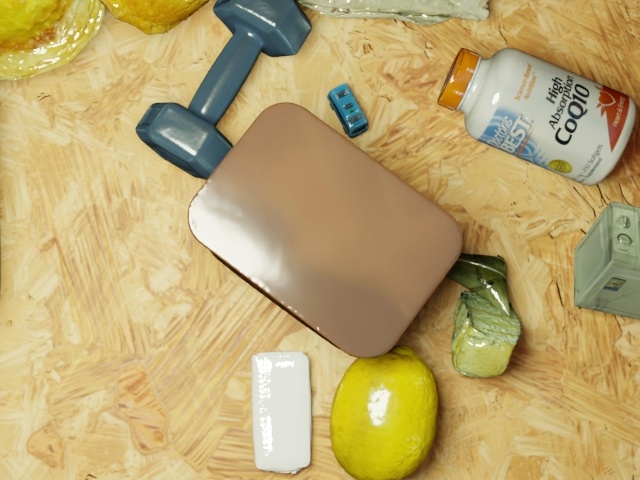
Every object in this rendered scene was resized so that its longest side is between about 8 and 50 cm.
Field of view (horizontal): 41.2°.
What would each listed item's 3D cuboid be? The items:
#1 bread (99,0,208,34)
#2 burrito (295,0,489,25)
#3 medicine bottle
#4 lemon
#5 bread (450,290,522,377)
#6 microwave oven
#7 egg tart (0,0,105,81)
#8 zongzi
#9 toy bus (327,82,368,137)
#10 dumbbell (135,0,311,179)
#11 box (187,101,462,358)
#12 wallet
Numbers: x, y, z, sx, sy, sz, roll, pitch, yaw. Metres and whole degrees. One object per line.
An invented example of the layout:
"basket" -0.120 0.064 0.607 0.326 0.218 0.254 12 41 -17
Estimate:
"bread" -0.271 -0.443 1.295 0.146 0.268 0.268 -19 82 33
"burrito" 0.093 -0.421 1.412 0.392 0.076 0.117 4 83 -4
"medicine bottle" 0.337 -0.208 1.359 0.289 0.157 0.156 22 81 -1
"lemon" 0.096 0.257 1.273 0.170 0.170 0.207 10 87 -2
"bread" 0.254 0.157 1.337 0.103 0.156 0.110 14 114 5
"microwave oven" 0.520 0.038 1.333 0.205 0.163 0.129 13 58 -3
"egg tart" -0.486 -0.393 1.345 0.319 0.128 0.318 0 84 -2
"zongzi" 0.244 0.072 1.349 0.104 0.052 0.113 2 53 2
"toy bus" 0.045 -0.213 1.395 0.038 0.046 0.083 -27 84 -7
"dumbbell" -0.150 -0.256 1.339 0.156 0.143 0.316 30 82 1
"box" 0.000 0.000 1.270 0.339 0.229 0.239 37 81 2
"wallet" -0.060 0.268 1.328 0.095 0.033 0.189 -3 81 -3
